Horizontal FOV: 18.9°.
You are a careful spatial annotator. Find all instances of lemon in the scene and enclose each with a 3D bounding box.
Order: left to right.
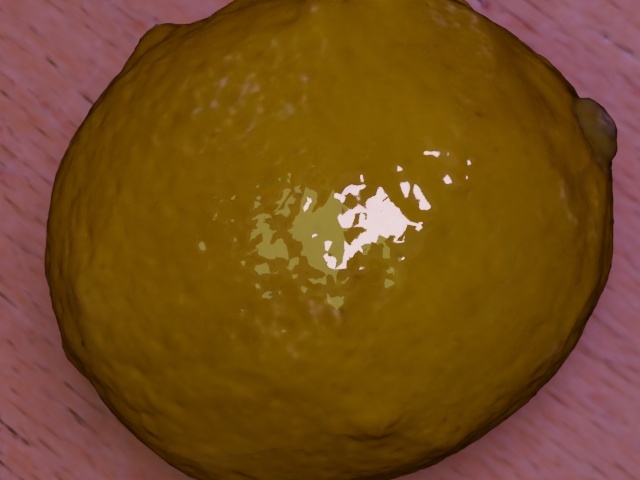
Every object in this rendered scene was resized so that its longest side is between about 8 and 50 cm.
[{"bbox_3d":[0.000,0.000,0.885,0.288,0.233,0.234,-20,84,21],"label":"lemon"}]
